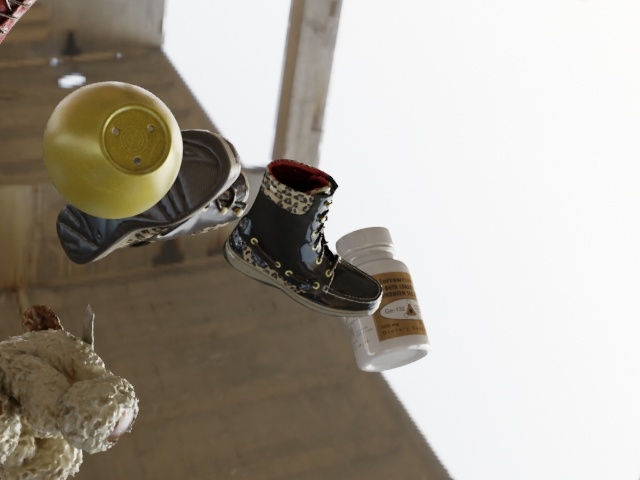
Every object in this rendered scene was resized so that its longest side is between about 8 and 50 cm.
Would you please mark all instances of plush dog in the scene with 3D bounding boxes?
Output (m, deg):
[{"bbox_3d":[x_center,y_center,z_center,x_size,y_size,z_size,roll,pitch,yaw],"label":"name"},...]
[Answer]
[{"bbox_3d":[-0.368,0.183,1.179,0.225,0.262,0.211,-12,-109,-45],"label":"plush dog"}]

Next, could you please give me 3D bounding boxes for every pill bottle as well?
[{"bbox_3d":[0.101,0.099,1.805,0.131,0.131,0.229,-5,-113,-24],"label":"pill bottle"}]

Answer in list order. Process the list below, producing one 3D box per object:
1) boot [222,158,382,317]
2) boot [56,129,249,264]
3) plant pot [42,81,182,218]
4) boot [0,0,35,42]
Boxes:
[{"bbox_3d":[-0.001,0.001,1.428,0.236,0.179,0.085,23,-139,-5],"label":"boot"},{"bbox_3d":[-0.218,-0.082,1.712,0.284,0.377,0.138,-16,-101,-56],"label":"boot"},{"bbox_3d":[-0.185,-0.090,0.984,0.134,0.134,0.095,-5,180,-25],"label":"plant pot"},{"bbox_3d":[-0.290,-0.227,0.965,0.176,0.088,0.244,-3,-121,29],"label":"boot"}]
